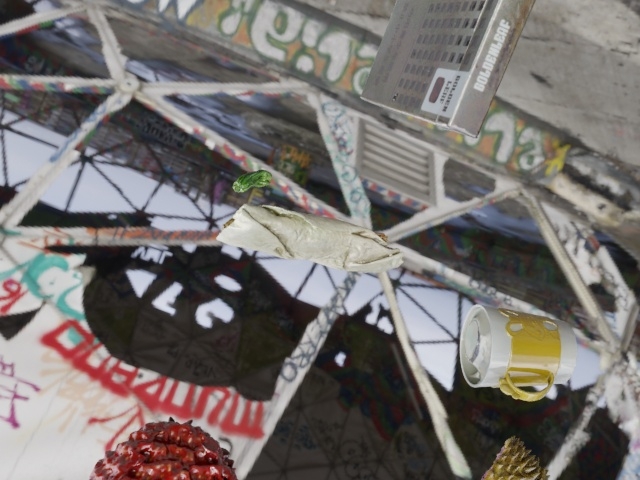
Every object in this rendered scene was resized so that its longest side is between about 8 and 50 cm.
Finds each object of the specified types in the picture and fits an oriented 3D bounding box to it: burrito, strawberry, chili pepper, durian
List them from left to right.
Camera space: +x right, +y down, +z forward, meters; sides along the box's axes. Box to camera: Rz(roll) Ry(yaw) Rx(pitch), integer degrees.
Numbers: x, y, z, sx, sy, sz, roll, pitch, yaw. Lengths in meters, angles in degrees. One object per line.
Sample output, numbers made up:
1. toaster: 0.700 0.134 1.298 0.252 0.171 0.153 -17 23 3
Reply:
1. strawberry: -0.183 0.302 0.769 0.188 0.106 0.286 23 -150 1
2. chili pepper: -0.117 -0.107 1.197 0.034 0.030 0.091 -28 177 40
3. burrito: 0.000 0.000 1.280 0.392 0.076 0.117 12 144 -28
4. durian: 0.378 0.496 1.310 0.186 0.153 0.260 34 -142 5

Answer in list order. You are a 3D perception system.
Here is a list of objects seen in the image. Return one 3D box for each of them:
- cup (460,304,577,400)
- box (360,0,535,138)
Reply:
1. cup: 0.445 0.262 1.503 0.226 0.185 0.241 5 -142 -10
2. box: 0.151 -0.248 0.888 0.047 0.180 0.325 17 -168 -21
